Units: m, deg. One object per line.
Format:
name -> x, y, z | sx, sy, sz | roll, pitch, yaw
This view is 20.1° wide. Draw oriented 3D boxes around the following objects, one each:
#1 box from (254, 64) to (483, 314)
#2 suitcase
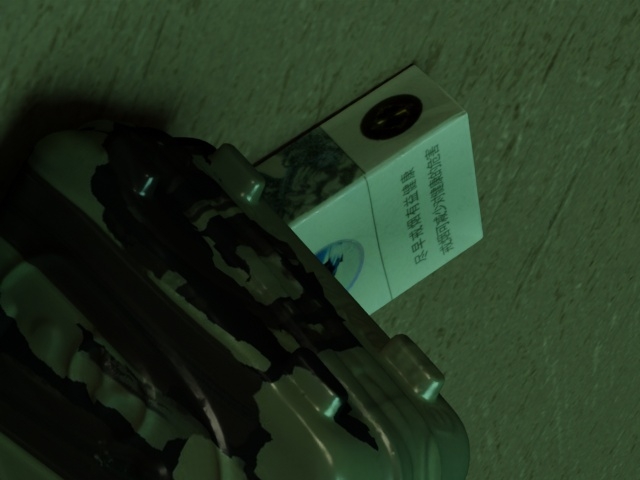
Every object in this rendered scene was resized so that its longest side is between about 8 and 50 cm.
box -> 0.000, 0.000, 1.377 | 0.256, 0.069, 0.164 | -33, 145, -14
suitcase -> -0.107, 0.132, 1.178 | 0.194, 0.351, 0.339 | -3, 135, -53
